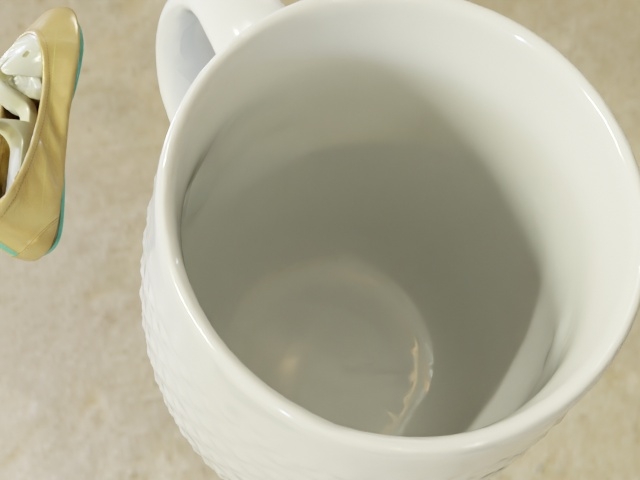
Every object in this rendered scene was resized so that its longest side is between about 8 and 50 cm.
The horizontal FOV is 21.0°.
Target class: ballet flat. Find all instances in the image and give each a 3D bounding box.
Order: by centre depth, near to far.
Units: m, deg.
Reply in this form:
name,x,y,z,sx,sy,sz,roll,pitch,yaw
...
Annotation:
name,x,y,z,sx,sy,sz,roll,pitch,yaw
ballet flat,-0.229,-0.096,1.335,0.073,0.080,0.232,22,52,-35

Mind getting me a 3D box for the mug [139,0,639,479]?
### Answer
name,x,y,z,sx,sy,sz,roll,pitch,yaw
mug,0.000,0.000,1.094,0.276,0.328,0.374,-26,75,-17
